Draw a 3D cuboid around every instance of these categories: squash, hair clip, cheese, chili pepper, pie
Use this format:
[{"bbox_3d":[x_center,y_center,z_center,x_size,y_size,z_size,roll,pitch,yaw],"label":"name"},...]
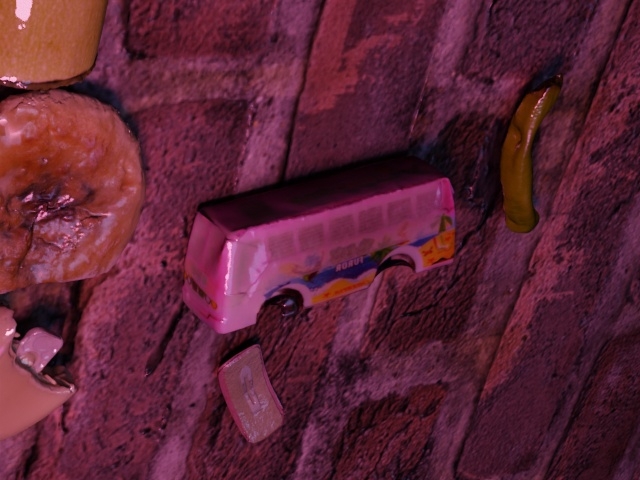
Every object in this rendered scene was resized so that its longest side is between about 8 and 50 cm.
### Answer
[{"bbox_3d":[-0.202,-0.243,1.063,0.133,0.132,0.247,-9,128,-35],"label":"squash"},{"bbox_3d":[-0.073,0.157,1.571,0.054,0.022,0.137,-34,137,-16],"label":"hair clip"},{"bbox_3d":[-0.313,0.158,1.350,0.235,0.049,0.127,-46,138,10],"label":"cheese"},{"bbox_3d":[0.217,-0.090,1.596,0.052,0.050,0.201,-63,162,-46],"label":"chili pepper"},{"bbox_3d":[-0.238,-0.043,1.255,0.218,0.052,0.185,-12,123,-36],"label":"pie"}]

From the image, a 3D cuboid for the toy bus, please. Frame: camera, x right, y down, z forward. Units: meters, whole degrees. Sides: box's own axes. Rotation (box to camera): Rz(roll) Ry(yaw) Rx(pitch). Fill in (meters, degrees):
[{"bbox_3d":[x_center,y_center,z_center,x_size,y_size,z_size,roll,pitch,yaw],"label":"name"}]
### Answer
[{"bbox_3d":[0.000,0.000,1.457,0.274,0.090,0.112,-16,124,-30],"label":"toy bus"}]
